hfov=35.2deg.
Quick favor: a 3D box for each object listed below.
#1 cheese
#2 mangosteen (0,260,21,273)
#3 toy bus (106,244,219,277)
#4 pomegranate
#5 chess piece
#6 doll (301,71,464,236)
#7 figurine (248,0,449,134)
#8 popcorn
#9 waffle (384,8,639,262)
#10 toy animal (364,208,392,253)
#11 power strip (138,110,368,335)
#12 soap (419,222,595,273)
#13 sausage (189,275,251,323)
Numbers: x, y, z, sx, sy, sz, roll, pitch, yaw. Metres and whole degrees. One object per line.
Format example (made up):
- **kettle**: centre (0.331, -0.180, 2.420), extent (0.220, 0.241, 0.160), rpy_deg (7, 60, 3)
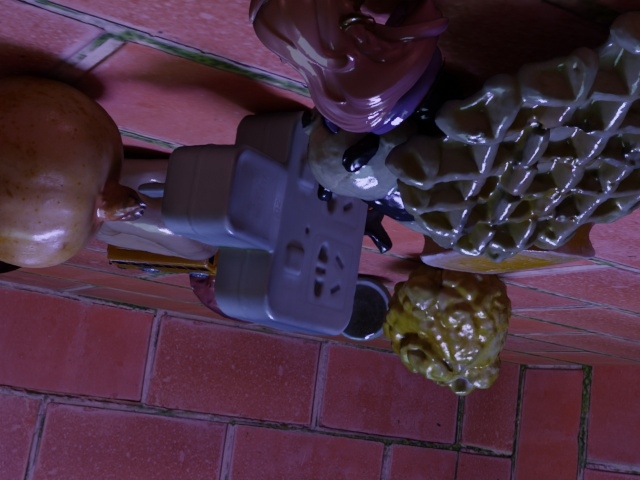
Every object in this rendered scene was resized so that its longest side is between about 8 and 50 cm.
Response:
- **cheese**: centre (-0.240, -0.046, 1.423), extent (0.218, 0.117, 0.235), rpy_deg (3, 165, 31)
- **mangosteen**: centre (-0.422, -0.055, 1.296), extent (0.210, 0.209, 0.210), rpy_deg (7, 169, 1)
- **toy bus**: centre (-0.272, 0.007, 1.762), extent (0.201, 0.098, 0.114), rpy_deg (4, 168, 12)
- **pomegranate**: centre (-0.308, -0.076, 1.081), extent (0.207, 0.207, 0.207), rpy_deg (7, 169, 1)
- **chess piece**: centre (0.103, 0.148, 2.244), extent (0.139, 0.139, 0.272), rpy_deg (5, 179, 10)
- **doll**: centre (0.088, -0.083, 0.969), extent (0.234, 0.135, 0.144), rpy_deg (21, 162, -40)
- **figurine**: centre (0.023, -0.144, 0.742), extent (0.157, 0.114, 0.126), rpy_deg (23, 127, -40)
- **popcorn**: centre (0.242, 0.154, 1.882), extent (0.242, 0.235, 0.250), rpy_deg (25, 157, 4)
- **waffle**: centre (0.214, -0.073, 0.860), extent (0.292, 0.056, 0.309), rpy_deg (-26, 151, 20)
- **toy animal**: centre (-0.002, 0.003, 1.525), extent (0.121, 0.117, 0.210), rpy_deg (7, 169, -37)
- **power strip**: centre (-0.069, -0.026, 1.095), extent (0.141, 0.229, 0.261), rpy_deg (1, 168, 35)
- **soap**: centre (0.260, -0.002, 1.431), extent (0.140, 0.073, 0.232), rpy_deg (8, 169, -27)
- **sausage**: centre (-0.157, 0.080, 1.939), extent (0.152, 0.152, 0.279), rpy_deg (5, 168, 13)
